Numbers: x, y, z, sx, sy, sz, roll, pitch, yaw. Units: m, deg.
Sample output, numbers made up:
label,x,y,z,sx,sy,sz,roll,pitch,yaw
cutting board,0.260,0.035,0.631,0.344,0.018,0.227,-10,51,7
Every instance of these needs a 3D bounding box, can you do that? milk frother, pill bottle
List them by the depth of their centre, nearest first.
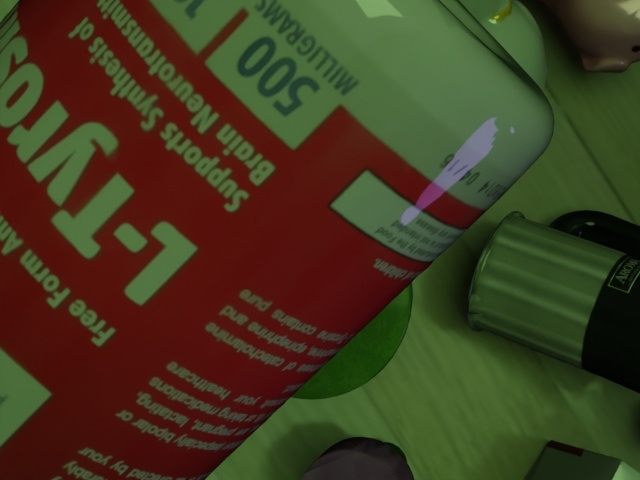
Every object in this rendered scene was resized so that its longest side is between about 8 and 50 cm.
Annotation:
label,x,y,z,sx,sy,sz,roll,pitch,yaw
pill bottle,-0.103,0.005,0.649,0.229,0.229,0.408,44,103,-4
milk frother,0.176,0.063,0.841,0.134,0.129,0.143,22,115,27

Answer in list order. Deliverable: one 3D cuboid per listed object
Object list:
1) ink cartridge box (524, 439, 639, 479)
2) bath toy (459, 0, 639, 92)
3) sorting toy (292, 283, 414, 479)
label,x,y,z,sx,sy,sz,roll,pitch,yaw
ink cartridge box,0.201,0.228,0.812,0.176,0.128,0.127,35,81,-6
bath toy,0.191,-0.178,0.847,0.348,0.129,0.151,-43,49,-12
sorting toy,0.000,0.000,0.808,0.127,0.126,0.366,-13,93,17
